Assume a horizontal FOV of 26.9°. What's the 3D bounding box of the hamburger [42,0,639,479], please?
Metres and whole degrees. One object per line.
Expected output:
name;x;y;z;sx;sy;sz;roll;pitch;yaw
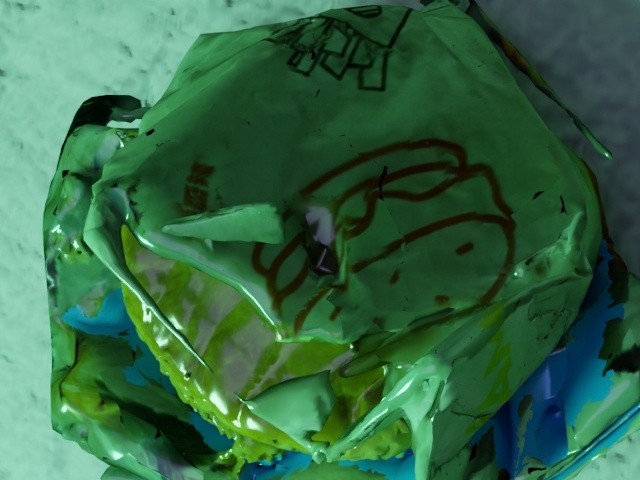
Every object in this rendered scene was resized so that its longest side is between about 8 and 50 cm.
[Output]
hamburger;-0.004;0.004;0.562;0.276;0.150;0.260;-17;69;5
